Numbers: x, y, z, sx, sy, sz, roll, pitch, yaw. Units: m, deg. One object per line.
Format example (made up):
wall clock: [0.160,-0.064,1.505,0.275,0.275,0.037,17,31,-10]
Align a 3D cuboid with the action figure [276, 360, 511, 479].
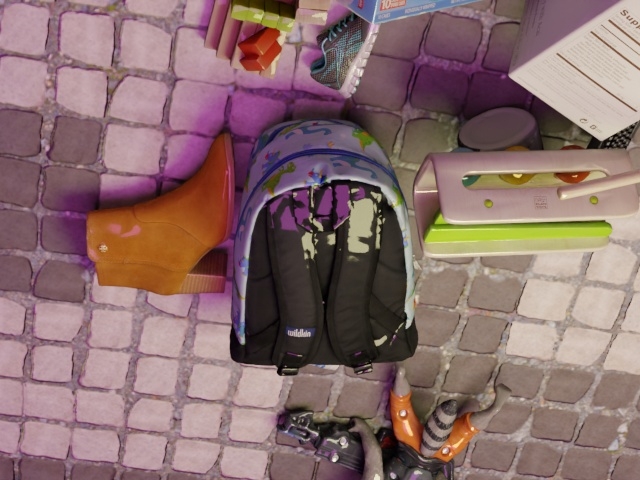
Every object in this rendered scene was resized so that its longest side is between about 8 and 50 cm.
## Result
action figure: [0.109,0.340,2.249,0.341,0.178,0.330,15,113,-15]

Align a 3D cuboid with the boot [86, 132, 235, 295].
boot: [-0.233,-0.035,2.019,0.211,0.104,0.295,5,128,-6]

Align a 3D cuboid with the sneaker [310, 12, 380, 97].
sneaker: [0.034,-0.273,1.894,0.076,0.065,0.166,17,121,-8]

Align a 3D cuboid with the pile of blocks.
pile of blocks: [-0.024,-0.349,1.807,0.149,0.112,0.362,35,116,-23]

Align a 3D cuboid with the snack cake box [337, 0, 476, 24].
snack cake box: [0.146,-0.374,1.729,0.264,0.089,0.152,-18,133,-35]

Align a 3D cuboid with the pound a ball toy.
pound a ball toy: [0.301,-0.081,1.834,0.319,0.135,0.208,-3,157,-11]

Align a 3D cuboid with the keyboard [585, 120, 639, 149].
keyboard: [0.430,-0.185,1.963,0.108,0.023,0.180,-2,129,-36]

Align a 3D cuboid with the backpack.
backpack: [0.000,0.000,1.984,0.290,0.273,0.355,-2,146,2]

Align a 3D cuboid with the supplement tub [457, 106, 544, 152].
supplement tub: [0.271,-0.085,1.996,0.117,0.117,0.190,-15,124,8]

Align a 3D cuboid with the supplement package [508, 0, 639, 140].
supplement package: [0.408,-0.289,1.761,0.175,0.177,0.293,32,144,-21]

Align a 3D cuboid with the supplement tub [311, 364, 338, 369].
supplement tub: [-0.019,0.158,2.177,0.107,0.071,0.071,16,122,-11]
